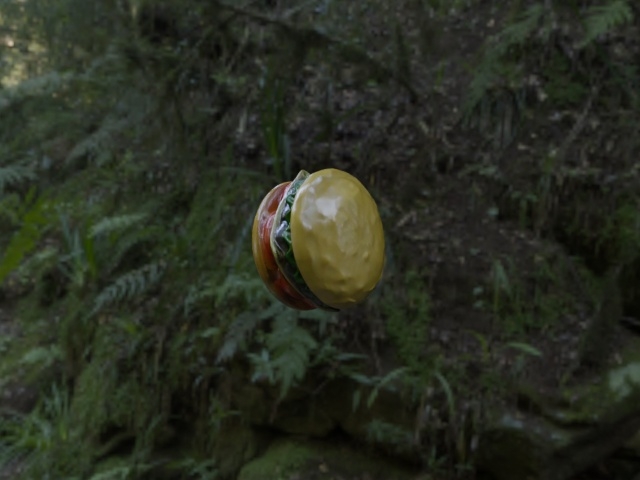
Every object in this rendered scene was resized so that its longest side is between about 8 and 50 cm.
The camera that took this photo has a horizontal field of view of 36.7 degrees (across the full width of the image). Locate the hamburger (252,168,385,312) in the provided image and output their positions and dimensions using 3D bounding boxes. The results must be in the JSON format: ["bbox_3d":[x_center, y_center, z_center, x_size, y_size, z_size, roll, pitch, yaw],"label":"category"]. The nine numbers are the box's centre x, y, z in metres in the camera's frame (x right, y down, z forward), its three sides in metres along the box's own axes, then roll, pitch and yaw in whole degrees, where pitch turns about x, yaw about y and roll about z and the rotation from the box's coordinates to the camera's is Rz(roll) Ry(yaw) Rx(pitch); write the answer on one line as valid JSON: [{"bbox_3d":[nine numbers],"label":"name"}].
[{"bbox_3d":[0.000,0.000,1.066,0.115,0.162,0.162,-8,-4,38],"label":"hamburger"}]
